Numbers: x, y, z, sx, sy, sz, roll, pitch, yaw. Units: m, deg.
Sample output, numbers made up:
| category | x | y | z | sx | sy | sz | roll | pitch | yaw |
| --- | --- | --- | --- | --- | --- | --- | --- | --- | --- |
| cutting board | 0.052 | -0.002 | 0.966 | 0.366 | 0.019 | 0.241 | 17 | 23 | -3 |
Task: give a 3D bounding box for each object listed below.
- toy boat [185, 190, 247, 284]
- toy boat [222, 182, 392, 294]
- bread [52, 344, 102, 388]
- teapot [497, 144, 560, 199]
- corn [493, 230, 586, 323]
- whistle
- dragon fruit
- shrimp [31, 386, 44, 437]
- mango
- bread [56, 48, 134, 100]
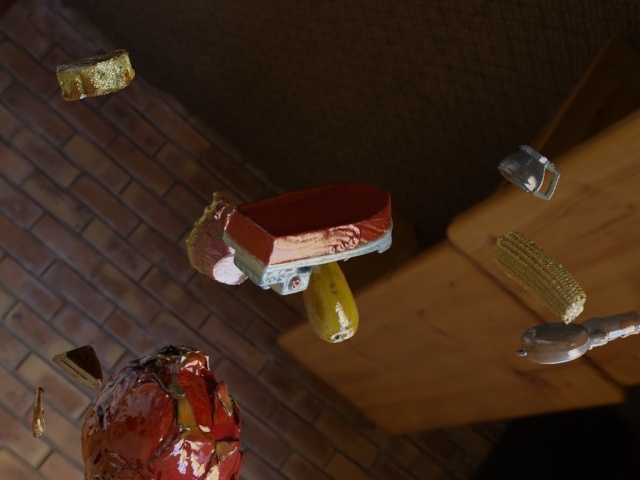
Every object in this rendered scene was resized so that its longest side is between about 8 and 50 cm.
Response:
| category | x | y | z | sx | sy | sz | roll | pitch | yaw |
| --- | --- | --- | --- | --- | --- | --- | --- | --- | --- |
| toy boat | -0.164 | 0.010 | 1.829 | 0.318 | 0.141 | 0.099 | 92 | 162 | -73 |
| toy boat | 0.000 | 0.000 | 1.688 | 0.145 | 0.331 | 0.133 | 35 | 125 | 37 |
| bread | -0.428 | 0.216 | 1.868 | 0.043 | 0.062 | 0.109 | -17 | 133 | 25 |
| teapot | 0.303 | -0.099 | 1.496 | 0.088 | 0.057 | 0.066 | 36 | -174 | -2 |
| corn | 0.333 | 0.053 | 1.584 | 0.165 | 0.063 | 0.085 | 46 | 147 | 30 |
| whistle | 0.417 | 0.153 | 1.693 | 0.107 | 0.220 | 0.057 | -152 | 51 | -75 |
| dragon fruit | -0.266 | 0.343 | 1.744 | 0.277 | 0.277 | 0.343 | -2 | 99 | 59 |
| shrimp | -0.542 | 0.335 | 2.006 | 0.025 | 0.091 | 0.127 | 2 | 142 | -15 |
| mango | 0.012 | 0.106 | 2.028 | 0.137 | 0.098 | 0.195 | -81 | -27 | -78 |
| bread | -0.425 | -0.317 | 1.983 | 0.127 | 0.140 | 0.069 | -10 | 107 | 12 |
